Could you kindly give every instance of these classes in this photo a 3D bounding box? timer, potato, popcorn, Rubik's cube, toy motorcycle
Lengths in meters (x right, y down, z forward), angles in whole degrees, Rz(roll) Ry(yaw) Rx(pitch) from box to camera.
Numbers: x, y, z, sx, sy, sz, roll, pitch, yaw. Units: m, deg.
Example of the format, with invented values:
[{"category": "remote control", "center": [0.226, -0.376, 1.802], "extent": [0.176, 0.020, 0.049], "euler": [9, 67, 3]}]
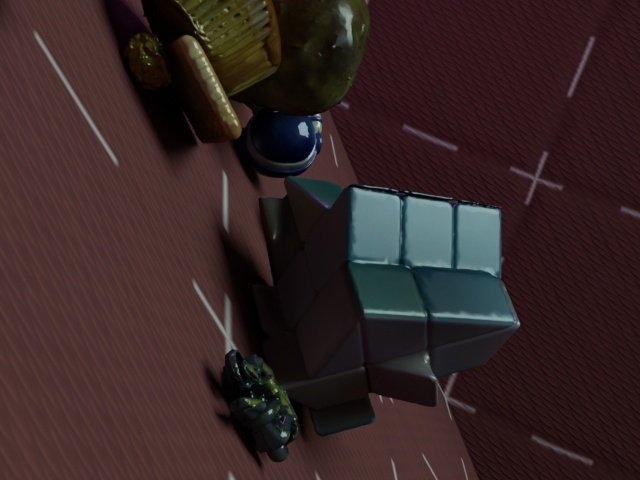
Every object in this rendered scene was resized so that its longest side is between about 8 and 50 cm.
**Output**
[{"category": "timer", "center": [-0.079, -0.291, 2.165], "extent": [0.270, 0.270, 0.384], "euler": [48, 33, -62]}, {"category": "potato", "center": [-0.021, -0.352, 1.961], "extent": [0.237, 0.300, 0.289], "euler": [-20, -96, 65]}, {"category": "popcorn", "center": [-0.236, -0.248, 1.641], "extent": [0.083, 0.057, 0.082], "euler": [-68, 135, -81]}, {"category": "Rubik's cube", "center": [0.088, 0.083, 1.752], "extent": [0.387, 0.368, 0.358], "euler": [8, 49, -29]}, {"category": "toy motorcycle", "center": [-0.069, 0.207, 1.442], "extent": [0.193, 0.061, 0.124], "euler": [51, 20, -63]}]

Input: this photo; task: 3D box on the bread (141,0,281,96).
[{"category": "bread", "center": [-0.154, -0.336, 1.745], "extent": [0.204, 0.156, 0.288], "euler": [49, -11, 21]}]

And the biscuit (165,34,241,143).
[{"category": "biscuit", "center": [-0.176, -0.214, 1.704], "extent": [0.160, 0.030, 0.249], "euler": [62, -12, -9]}]

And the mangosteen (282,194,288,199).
[{"category": "mangosteen", "center": [0.000, 0.000, 2.066], "extent": [0.200, 0.200, 0.200], "euler": [-24, 90, -81]}]
